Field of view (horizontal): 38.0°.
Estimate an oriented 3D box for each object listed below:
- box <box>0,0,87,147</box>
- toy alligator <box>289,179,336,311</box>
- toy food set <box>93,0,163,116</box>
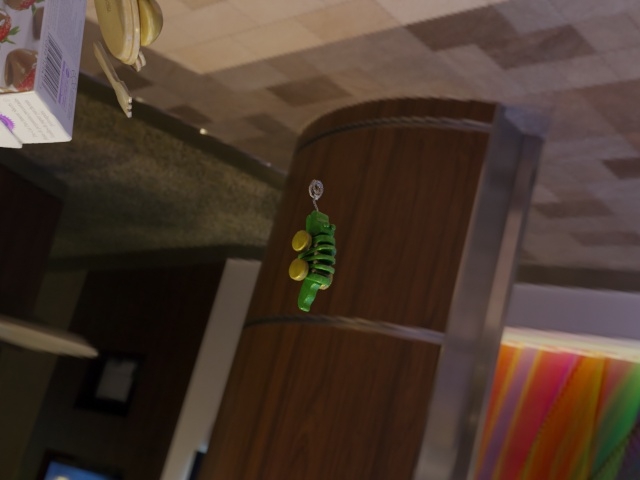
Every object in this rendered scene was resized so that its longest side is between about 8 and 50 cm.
[{"bbox_3d":[-0.192,-0.218,0.625,0.063,0.324,0.067,-2,158,4],"label":"box"},{"bbox_3d":[0.000,0.000,1.233,0.051,0.189,0.056,-14,151,43],"label":"toy alligator"},{"bbox_3d":[-0.192,-0.234,0.923,0.039,0.132,0.192,-14,142,-25],"label":"toy food set"}]
